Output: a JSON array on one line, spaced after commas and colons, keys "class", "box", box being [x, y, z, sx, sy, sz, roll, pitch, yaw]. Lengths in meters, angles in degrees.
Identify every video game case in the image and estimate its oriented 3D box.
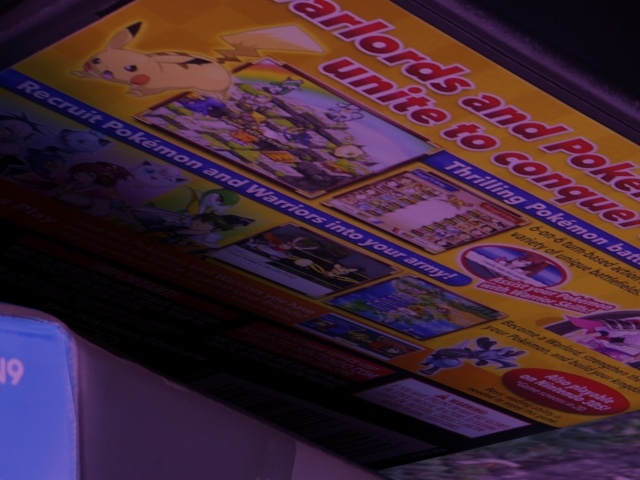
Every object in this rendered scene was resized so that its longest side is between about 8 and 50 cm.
[{"class": "video game case", "box": [0.000, 0.000, 0.467, 0.248, 0.035, 0.275, -19, 149, 41]}]

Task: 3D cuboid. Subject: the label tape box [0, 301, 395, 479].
[{"class": "label tape box", "box": [-0.128, 0.087, 0.496, 0.249, 0.115, 0.348, 4, 167, 26]}]
